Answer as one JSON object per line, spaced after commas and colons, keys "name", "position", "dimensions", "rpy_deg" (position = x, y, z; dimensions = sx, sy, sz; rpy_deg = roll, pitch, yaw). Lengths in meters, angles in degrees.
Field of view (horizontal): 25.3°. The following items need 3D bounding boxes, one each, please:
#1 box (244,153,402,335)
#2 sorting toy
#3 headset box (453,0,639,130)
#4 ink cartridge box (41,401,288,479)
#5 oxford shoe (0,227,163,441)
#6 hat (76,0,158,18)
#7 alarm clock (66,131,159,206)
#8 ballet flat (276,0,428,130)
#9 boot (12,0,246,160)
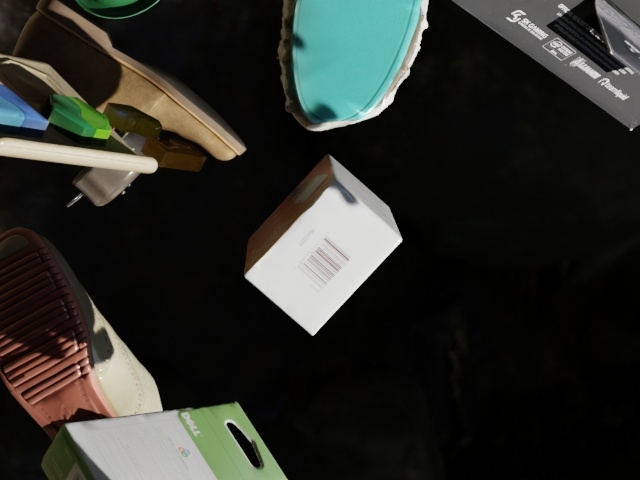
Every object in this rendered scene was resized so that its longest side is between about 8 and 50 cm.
{"name": "box", "position": [0.000, 0.000, 1.419], "dimensions": [0.091, 0.170, 0.130], "rpy_deg": [41, 97, -9]}
{"name": "sorting toy", "position": [-0.258, -0.134, 1.381], "dimensions": [0.307, 0.229, 0.041], "rpy_deg": [5, 118, -52]}
{"name": "headset box", "position": [0.129, -0.210, 0.790], "dimensions": [0.218, 0.110, 0.293], "rpy_deg": [22, 43, -51]}
{"name": "ink cartridge box", "position": [-0.146, 0.222, 1.358], "dimensions": [0.209, 0.109, 0.062], "rpy_deg": [-2, 134, -43]}
{"name": "oxford shoe", "position": [-0.299, 0.166, 1.799], "dimensions": [0.146, 0.140, 0.397], "rpy_deg": [-21, 89, -63]}
{"name": "hat", "position": [-0.283, -0.399, 1.748], "dimensions": [0.183, 0.173, 0.208], "rpy_deg": [32, 42, -68]}
{"name": "alarm clock", "position": [-0.292, -0.096, 1.982], "dimensions": [0.064, 0.192, 0.129], "rpy_deg": [48, 35, -13]}
{"name": "ballet flat", "position": [0.045, -0.301, 1.424], "dimensions": [0.147, 0.147, 0.409], "rpy_deg": [14, 85, -47]}
{"name": "boot", "position": [-0.234, -0.170, 1.737], "dimensions": [0.305, 0.112, 0.115], "rpy_deg": [33, 93, -4]}
